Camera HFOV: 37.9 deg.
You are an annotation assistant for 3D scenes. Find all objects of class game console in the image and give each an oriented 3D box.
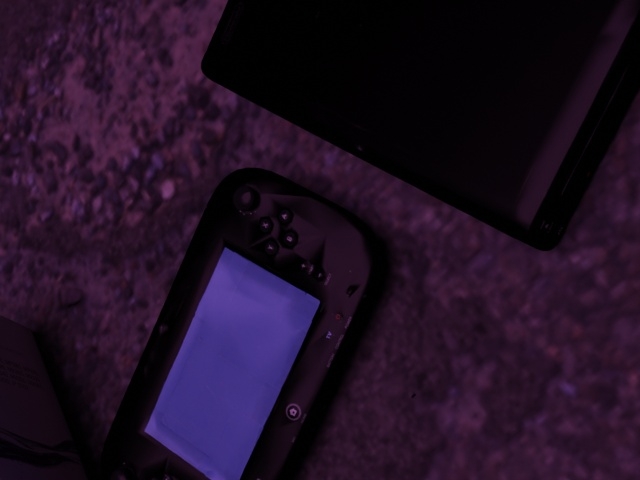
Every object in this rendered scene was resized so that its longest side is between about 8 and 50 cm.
[{"bbox_3d":[0.000,0.000,0.460,0.213,0.044,0.361,30,101,33],"label":"game console"}]

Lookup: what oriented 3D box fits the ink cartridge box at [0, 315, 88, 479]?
[{"bbox_3d":[-0.220,0.174,0.519,0.172,0.100,0.237,-33,62,7],"label":"ink cartridge box"}]
